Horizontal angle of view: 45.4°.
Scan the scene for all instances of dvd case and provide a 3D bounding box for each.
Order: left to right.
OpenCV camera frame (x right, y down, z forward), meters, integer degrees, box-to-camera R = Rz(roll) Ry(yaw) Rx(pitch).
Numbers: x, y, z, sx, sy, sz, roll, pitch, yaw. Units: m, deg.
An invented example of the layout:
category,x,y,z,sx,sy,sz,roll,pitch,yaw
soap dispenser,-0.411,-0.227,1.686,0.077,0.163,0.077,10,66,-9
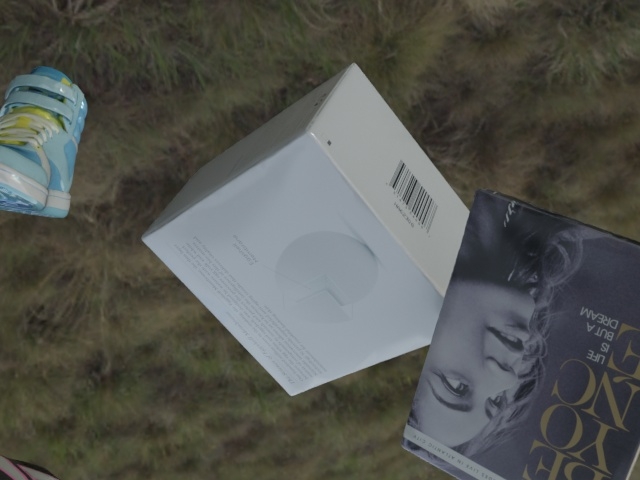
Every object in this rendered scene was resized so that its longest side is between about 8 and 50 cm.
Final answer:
category,x,y,z,sx,sy,sz,roll,pitch,yaw
dvd case,0.156,0.092,0.552,0.018,0.164,0.221,-12,121,-54

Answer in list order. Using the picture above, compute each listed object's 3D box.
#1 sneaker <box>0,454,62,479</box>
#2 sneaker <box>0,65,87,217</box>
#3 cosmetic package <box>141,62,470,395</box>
category,x,y,z,sx,sy,sz,roll,pitch,yaw
sneaker,-0.159,0.118,0.325,0.178,0.072,0.077,25,178,8
sneaker,-0.393,-0.144,1.004,0.127,0.208,0.319,10,176,-9
cosmetic package,0.000,0.000,0.721,0.224,0.138,0.224,-28,111,35
